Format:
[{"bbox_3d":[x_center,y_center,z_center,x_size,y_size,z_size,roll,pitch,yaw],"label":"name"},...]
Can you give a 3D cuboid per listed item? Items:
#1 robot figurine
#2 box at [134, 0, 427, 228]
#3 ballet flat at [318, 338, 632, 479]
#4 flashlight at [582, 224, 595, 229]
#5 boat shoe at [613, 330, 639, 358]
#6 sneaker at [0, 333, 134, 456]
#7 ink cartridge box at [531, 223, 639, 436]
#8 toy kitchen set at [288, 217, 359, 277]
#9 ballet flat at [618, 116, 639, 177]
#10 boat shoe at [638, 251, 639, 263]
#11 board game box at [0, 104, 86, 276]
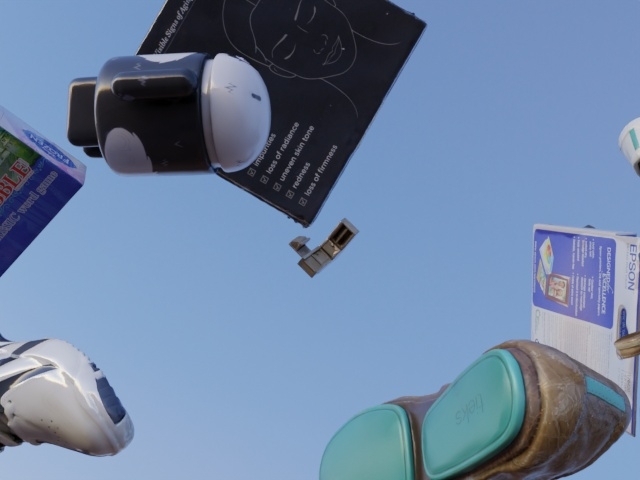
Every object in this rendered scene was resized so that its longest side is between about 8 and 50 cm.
[{"bbox_3d":[-0.209,-0.179,1.055,0.278,0.209,0.173,-1,-61,5],"label":"robot figurine"},{"bbox_3d":[-0.109,-0.346,1.592,0.472,0.480,0.297,30,1,-3],"label":"box"},{"bbox_3d":[0.114,0.170,0.602,0.124,0.116,0.342,13,-33,-18],"label":"ballet flat"},{"bbox_3d":[0.546,0.111,1.578,0.103,0.103,0.304,-10,-47,17],"label":"flashlight"},{"bbox_3d":[0.446,0.135,0.944,0.170,0.059,0.063,-7,-10,-23],"label":"boat shoe"},{"bbox_3d":[-0.257,0.136,0.540,0.235,0.153,0.094,19,-45,29],"label":"sneaker"},{"bbox_3d":[0.456,0.131,1.252,0.072,0.303,0.307,-1,6,-17],"label":"ink cartridge box"},{"bbox_3d":[0.000,0.000,1.187,0.068,0.083,0.075,44,-54,7],"label":"toy kitchen set"},{"bbox_3d":[0.711,-0.073,1.393,0.400,0.139,0.139,36,-39,-13],"label":"ballet flat"},{"bbox_3d":[0.459,0.099,0.821,0.127,0.158,0.340,-28,-81,50],"label":"boat shoe"},{"bbox_3d":[-0.511,-0.061,0.901,0.318,0.066,0.318,38,-77,-27],"label":"board game box"}]
